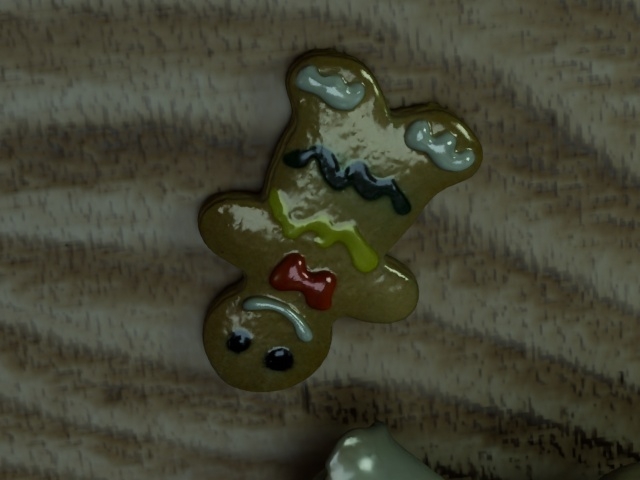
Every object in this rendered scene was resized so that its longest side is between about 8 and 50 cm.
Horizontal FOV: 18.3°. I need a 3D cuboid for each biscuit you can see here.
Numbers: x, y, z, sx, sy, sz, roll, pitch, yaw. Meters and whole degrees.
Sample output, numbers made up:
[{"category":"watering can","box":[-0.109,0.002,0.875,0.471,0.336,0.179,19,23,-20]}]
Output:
[{"category":"biscuit","box":[0.000,0.001,1.283,0.158,0.035,0.240,23,111,-12]}]

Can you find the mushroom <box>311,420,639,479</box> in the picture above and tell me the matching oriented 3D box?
[{"category":"mushroom","box":[0.141,0.247,1.313,0.336,0.314,0.314,37,109,12]}]
